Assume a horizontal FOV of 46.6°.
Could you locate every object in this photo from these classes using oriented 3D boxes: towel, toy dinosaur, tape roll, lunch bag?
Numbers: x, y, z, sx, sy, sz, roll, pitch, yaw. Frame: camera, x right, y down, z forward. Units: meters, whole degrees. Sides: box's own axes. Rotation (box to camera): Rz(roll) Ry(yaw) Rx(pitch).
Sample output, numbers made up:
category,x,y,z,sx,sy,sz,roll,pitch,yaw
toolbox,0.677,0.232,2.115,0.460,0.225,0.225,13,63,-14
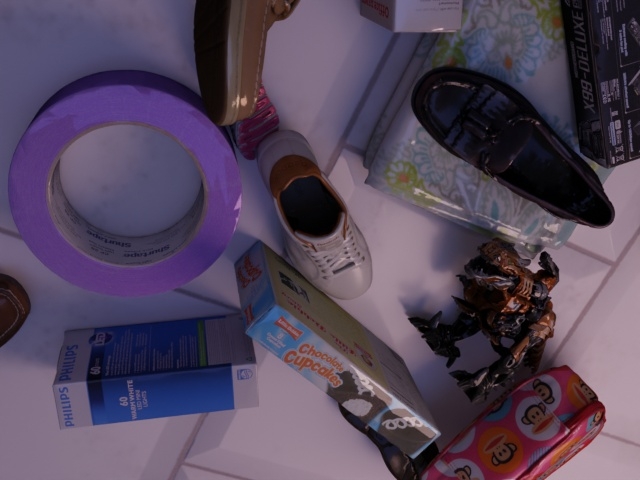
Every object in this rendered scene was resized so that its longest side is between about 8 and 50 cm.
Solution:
category,x,y,z,sx,sy,sz,roll,pitch,yaw
towel,0.267,-0.180,0.983,0.320,0.090,0.374,21,109,-20
toy dinosaur,0.273,0.127,1.087,0.218,0.164,0.322,-39,115,2
tape roll,-0.238,-0.069,0.931,0.274,0.090,0.275,-5,116,-10
lunch bag,0.308,0.329,1.171,0.293,0.120,0.258,-40,153,3

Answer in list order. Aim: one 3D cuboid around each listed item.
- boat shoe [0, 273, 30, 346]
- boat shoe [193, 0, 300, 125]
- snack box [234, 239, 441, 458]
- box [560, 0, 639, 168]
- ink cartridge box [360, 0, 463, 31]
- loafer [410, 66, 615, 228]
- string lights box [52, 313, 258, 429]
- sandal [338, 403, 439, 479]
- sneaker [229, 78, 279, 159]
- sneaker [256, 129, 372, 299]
category,x,y,z,sx,sy,sz,roll,pitch,yaw
boat shoe,-0.523,0.156,0.960,0.324,0.116,0.123,-30,117,3
boat shoe,-0.064,-0.290,0.801,0.110,0.121,0.341,5,90,-26
snack box,0.021,0.149,1.029,0.060,0.187,0.322,-44,115,10
box,0.419,-0.268,0.883,0.242,0.076,0.307,-19,115,-1
ink cartridge box,0.102,-0.347,0.838,0.085,0.148,0.203,-5,115,-11
loafer,0.248,-0.111,0.912,0.302,0.095,0.109,30,105,-20
string lights box,-0.221,0.174,1.021,0.259,0.133,0.077,-5,116,-9
sandal,0.110,0.307,1.197,0.219,0.060,0.090,44,94,-10
sneaker,-0.102,-0.178,0.928,0.063,0.075,0.170,-32,141,-15
sneaker,0.000,0.000,0.981,0.106,0.123,0.290,-29,128,3
